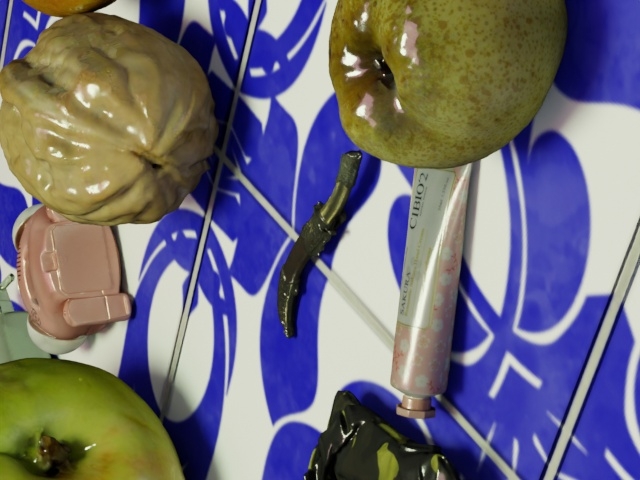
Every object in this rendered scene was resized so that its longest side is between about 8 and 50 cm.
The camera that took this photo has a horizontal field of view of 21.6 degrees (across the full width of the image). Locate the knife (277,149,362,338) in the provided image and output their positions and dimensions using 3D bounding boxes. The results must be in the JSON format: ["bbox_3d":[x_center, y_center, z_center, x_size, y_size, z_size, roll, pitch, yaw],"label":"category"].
[{"bbox_3d":[-0.003,-0.004,1.395,0.045,0.021,0.222,61,145,33],"label":"knife"}]

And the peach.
[{"bbox_3d":[-0.284,0.256,1.632,0.315,0.314,0.281,102,-176,-64],"label":"peach"}]

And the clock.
[{"bbox_3d":[-0.277,0.033,1.768,0.162,0.092,0.166,-25,75,59],"label":"clock"}]

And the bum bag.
[{"bbox_3d":[0.057,0.190,1.296,0.232,0.060,0.107,21,121,57],"label":"bum bag"}]

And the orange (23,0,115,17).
[{"bbox_3d":[-0.235,-0.324,1.559,0.249,0.183,0.249,11,103,58],"label":"orange"}]

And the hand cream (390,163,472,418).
[{"bbox_3d":[0.083,0.029,1.255,0.067,0.043,0.210,15,102,56],"label":"hand cream"}]

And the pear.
[{"bbox_3d":[0.083,-0.132,1.135,0.167,0.136,0.167,22,118,51],"label":"pear"}]

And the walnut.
[{"bbox_3d":[-0.199,-0.111,1.534,0.245,0.198,0.198,37,125,48],"label":"walnut"}]

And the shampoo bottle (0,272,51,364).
[{"bbox_3d":[-0.335,0.167,1.883,0.085,0.085,0.262,-52,52,47],"label":"shampoo bottle"}]
